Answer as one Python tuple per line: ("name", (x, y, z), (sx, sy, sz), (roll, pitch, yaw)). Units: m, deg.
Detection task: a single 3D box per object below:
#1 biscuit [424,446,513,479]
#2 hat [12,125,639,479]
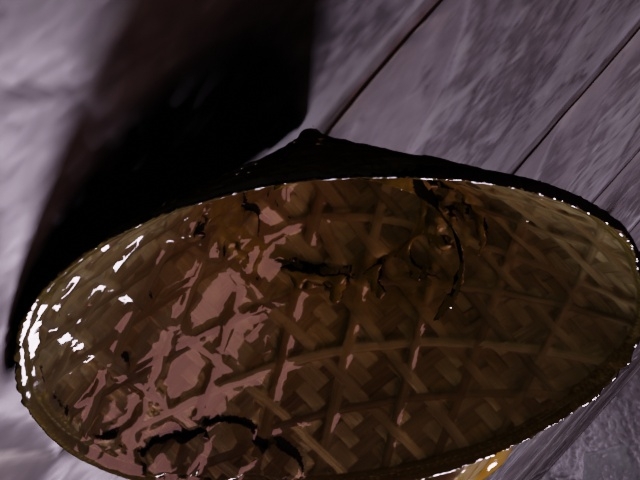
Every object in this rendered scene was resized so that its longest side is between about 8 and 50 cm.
("biscuit", (0.101, 0.108, 1.001), (0.164, 0.047, 0.208), (-32, 159, -46))
("hat", (0.000, 0.000, 0.386), (0.146, 0.067, 0.146), (-5, 147, -3))
